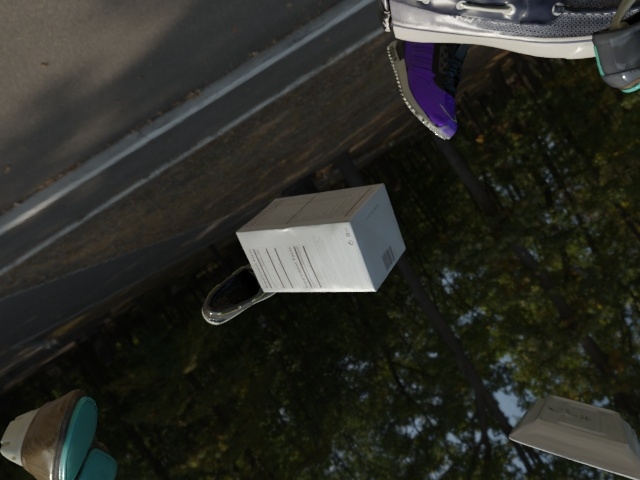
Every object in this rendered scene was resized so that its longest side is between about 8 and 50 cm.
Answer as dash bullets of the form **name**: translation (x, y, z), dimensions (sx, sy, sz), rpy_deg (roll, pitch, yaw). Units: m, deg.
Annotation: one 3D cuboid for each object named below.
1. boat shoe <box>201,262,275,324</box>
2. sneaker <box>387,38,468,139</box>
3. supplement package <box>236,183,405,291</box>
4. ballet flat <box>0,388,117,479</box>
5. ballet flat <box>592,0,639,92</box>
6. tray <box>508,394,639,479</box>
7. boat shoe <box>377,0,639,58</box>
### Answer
- **boat shoe**: translation (-0.139, 0.088, 1.047), dimensions (0.228, 0.081, 0.068), rpy_deg (-37, 172, -24)
- **sneaker**: translation (0.232, -0.339, 1.008), dimensions (0.146, 0.293, 0.102), rpy_deg (-33, 142, 29)
- **supplement package**: translation (0.000, 0.000, 0.902), dimensions (0.244, 0.134, 0.139), rpy_deg (-4, -152, 37)
- **ballet flat**: translation (-0.391, 0.310, 0.758), dimensions (0.342, 0.124, 0.116), rpy_deg (106, -3, -53)
- **ballet flat**: translation (0.298, -0.208, 0.396), dimensions (0.203, 0.074, 0.074), rpy_deg (-42, -178, 11)
- **tray**: translation (0.342, 0.244, 0.672), dimensions (0.145, 0.030, 0.270), rpy_deg (8, 176, 29)
- **boat shoe**: translation (0.216, -0.293, 0.545), dimensions (0.341, 0.127, 0.158), rpy_deg (6, 166, 18)
